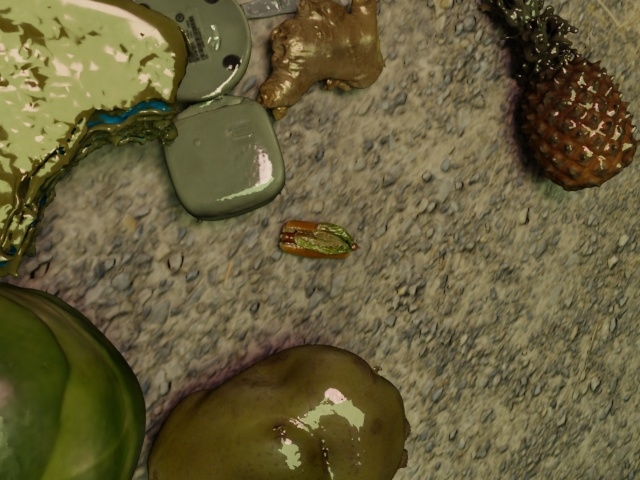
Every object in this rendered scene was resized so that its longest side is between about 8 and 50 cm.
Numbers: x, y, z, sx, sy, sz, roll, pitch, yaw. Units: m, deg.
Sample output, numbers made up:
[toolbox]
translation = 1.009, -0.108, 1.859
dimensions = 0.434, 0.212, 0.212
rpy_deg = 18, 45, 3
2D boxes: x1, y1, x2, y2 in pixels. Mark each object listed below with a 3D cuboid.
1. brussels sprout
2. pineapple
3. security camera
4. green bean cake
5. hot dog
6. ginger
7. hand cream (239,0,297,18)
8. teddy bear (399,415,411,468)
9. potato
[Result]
[brussels sprout]
translation = -0.365, 0.184, 0.562
dimensions = 0.371, 0.276, 0.315
rpy_deg = 22, 100, -19
[pineapple]
translation = 0.384, -0.260, 0.921
dimensions = 0.175, 0.175, 0.361
rpy_deg = -35, 101, -17
[security camera]
translation = -0.145, -0.177, 0.721
dimensions = 0.157, 0.080, 0.301
rpy_deg = -17, 93, -7
[green bean cake]
translation = -0.300, -0.114, 0.579
dimensions = 0.285, 0.202, 0.310
rpy_deg = 18, 91, -23
[hot dog]
translation = 0.000, 0.000, 0.828
dimensions = 0.133, 0.041, 0.056
rpy_deg = 9, 93, -26
[ginger]
translation = -0.004, -0.261, 0.778
dimensions = 0.213, 0.074, 0.137
rpy_deg = -24, 106, -15
[hand cream]
translation = -0.072, -0.318, 0.767
dimensions = 0.093, 0.019, 0.030
rpy_deg = -23, 107, -23
[teddy bear]
translation = 0.085, 0.346, 0.893
dimensions = 0.160, 0.078, 0.119
rpy_deg = -5, 102, -26
[potato]
translation = -0.056, 0.265, 0.758
dimensions = 0.351, 0.202, 0.218
rpy_deg = -18, 116, -9
